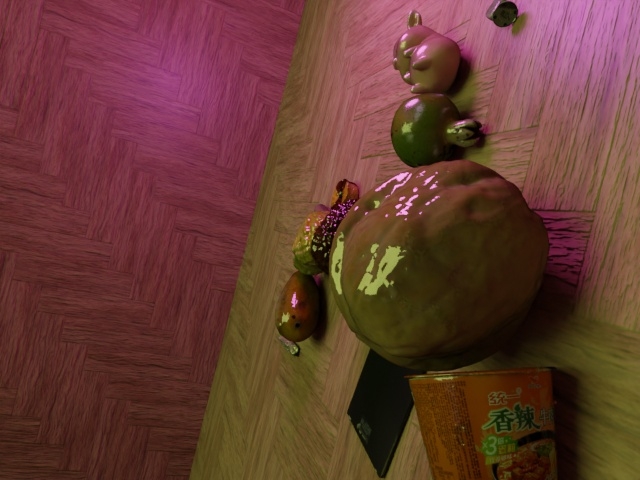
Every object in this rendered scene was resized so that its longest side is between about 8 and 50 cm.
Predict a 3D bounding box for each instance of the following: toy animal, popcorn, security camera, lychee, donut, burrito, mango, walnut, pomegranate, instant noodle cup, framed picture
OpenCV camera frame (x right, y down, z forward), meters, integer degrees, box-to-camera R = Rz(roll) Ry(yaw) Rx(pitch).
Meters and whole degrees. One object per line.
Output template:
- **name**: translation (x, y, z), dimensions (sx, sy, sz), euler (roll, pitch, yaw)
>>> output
- **toy animal**: translation (0.276, -0.479, 1.208), dimensions (0.250, 0.154, 0.166), euler (-106, 12, -45)
- **popcorn**: translation (0.000, 0.000, 1.615), dimensions (0.286, 0.174, 0.225), euler (138, 150, -71)
- **security camera**: translation (0.410, -0.524, 1.048), dimensions (0.092, 0.058, 0.058), euler (-81, 17, -51)
- **lychee**: translation (0.098, 0.003, 1.248), dimensions (0.236, 0.271, 0.235), euler (31, 128, 49)
- **donut**: translation (0.086, -0.152, 1.642), dimensions (0.140, 0.059, 0.140), euler (-166, 90, -71)
- **burrito**: translation (-0.129, 0.427, 1.868), dimensions (0.185, 0.041, 0.045), euler (5, 73, 68)
- **mango**: translation (-0.074, 0.230, 1.699), dimensions (0.177, 0.175, 0.329), euler (-30, 26, 34)
- **walnut**: translation (0.198, 0.046, 0.802), dimensions (0.381, 0.381, 0.381), euler (-166, 90, -70)
- **pomegranate**: translation (0.269, -0.270, 1.090), dimensions (0.211, 0.179, 0.179), euler (-23, 53, 41)
- **instant noodle cup**: translation (0.253, 0.291, 0.704), dimensions (0.230, 0.230, 0.182), euler (142, 128, -60)
- **framed picture**: translation (0.162, 0.372, 1.169), dimensions (0.255, 0.014, 0.338), euler (-135, 61, -68)

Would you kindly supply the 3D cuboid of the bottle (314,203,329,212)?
- **bottle**: translation (0.014, -0.100, 1.808), dimensions (0.140, 0.053, 0.053), euler (-120, 47, -63)
